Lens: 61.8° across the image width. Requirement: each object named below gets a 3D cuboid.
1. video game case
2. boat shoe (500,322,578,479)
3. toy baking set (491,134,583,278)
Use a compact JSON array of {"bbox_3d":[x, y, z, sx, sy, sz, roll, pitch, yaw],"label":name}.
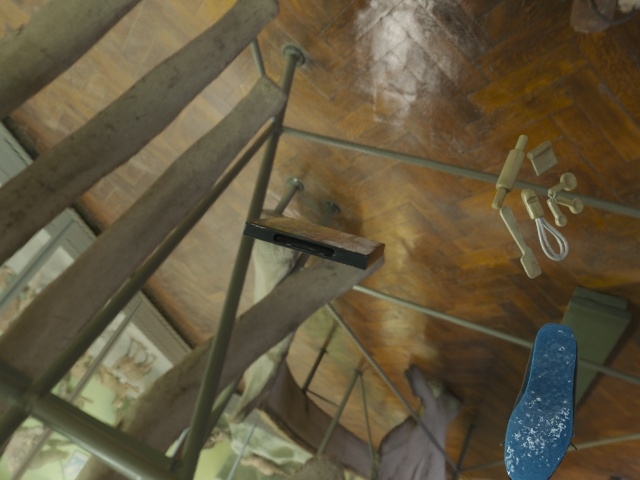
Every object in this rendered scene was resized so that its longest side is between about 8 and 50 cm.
[{"bbox_3d":[0.000,0.000,1.130,0.248,0.035,0.275,16,-172,12],"label":"video game case"},{"bbox_3d":[0.367,0.265,0.852,0.109,0.258,0.089,18,163,31],"label":"boat shoe"},{"bbox_3d":[0.406,-0.070,0.993,0.196,0.256,0.030,36,160,-12],"label":"toy baking set"}]
